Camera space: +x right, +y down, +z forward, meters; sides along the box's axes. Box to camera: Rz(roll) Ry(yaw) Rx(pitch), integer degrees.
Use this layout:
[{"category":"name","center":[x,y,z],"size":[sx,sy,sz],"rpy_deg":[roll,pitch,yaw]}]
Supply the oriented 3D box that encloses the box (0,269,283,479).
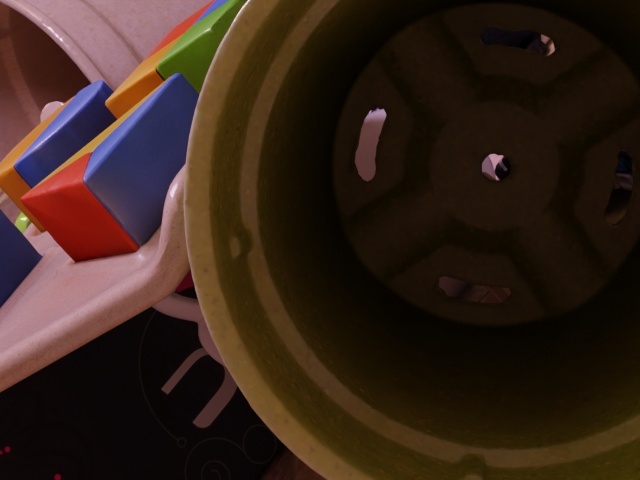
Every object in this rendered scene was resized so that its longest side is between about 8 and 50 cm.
[{"category":"box","center":[-0.124,0.103,1.180],"size":[0.270,0.165,0.143],"rpy_deg":[-51,15,-28]}]

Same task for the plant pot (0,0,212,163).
[{"category":"plant pot","center":[-0.173,-0.189,1.941],"size":[0.305,0.334,0.334],"rpy_deg":[-38,10,-29]}]

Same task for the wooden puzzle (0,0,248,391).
[{"category":"wooden puzzle","center":[-0.127,-0.028,1.031],"size":[0.348,0.080,0.322],"rpy_deg":[-35,15,39]}]

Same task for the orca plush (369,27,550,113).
[{"category":"orca plush","center":[0.085,-0.153,1.489],"size":[0.287,0.102,0.151],"rpy_deg":[-38,15,18]}]

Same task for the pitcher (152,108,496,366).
[{"category":"pitcher","center":[0.000,0.000,1.126],"size":[0.207,0.178,0.125],"rpy_deg":[-52,0,-29]}]

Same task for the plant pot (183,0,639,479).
[{"category":"plant pot","center":[0.086,-0.027,0.873],"size":[0.276,0.276,0.254],"rpy_deg":[-41,3,6]}]

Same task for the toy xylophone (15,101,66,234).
[{"category":"toy xylophone","center":[-0.157,0.007,1.365],"size":[0.081,0.236,0.323],"rpy_deg":[8,7,29]}]

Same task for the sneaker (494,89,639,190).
[{"category":"sneaker","center":[0.179,-0.068,1.065],"size":[0.083,0.071,0.191],"rpy_deg":[-44,13,-28]}]

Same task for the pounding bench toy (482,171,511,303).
[{"category":"pounding bench toy","center":[0.105,-0.006,1.046],"size":[0.052,0.083,0.065],"rpy_deg":[-46,15,-10]}]
